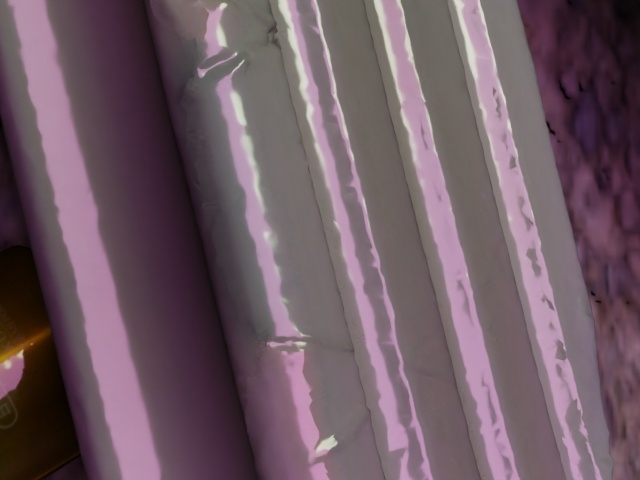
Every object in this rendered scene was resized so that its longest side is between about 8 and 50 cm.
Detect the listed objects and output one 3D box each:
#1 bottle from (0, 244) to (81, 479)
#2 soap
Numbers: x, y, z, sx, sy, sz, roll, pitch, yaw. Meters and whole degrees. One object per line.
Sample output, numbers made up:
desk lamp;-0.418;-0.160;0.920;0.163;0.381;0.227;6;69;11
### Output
bottle;-0.206;0.103;0.687;0.286;0.082;0.082;-31;95;-21
soap;0.000;0.000;0.721;0.208;0.115;0.347;-11;86;-53
